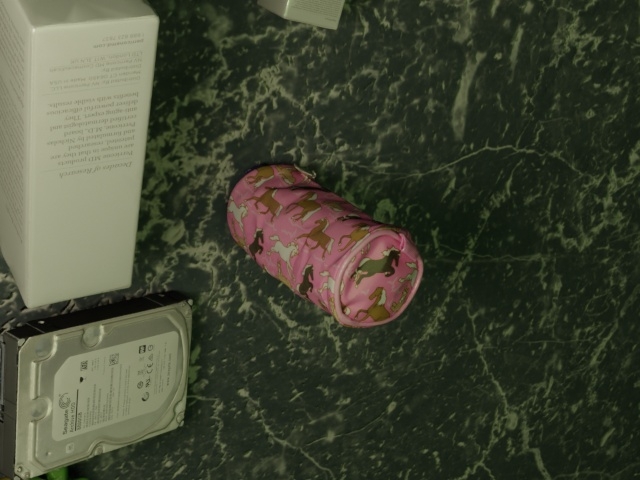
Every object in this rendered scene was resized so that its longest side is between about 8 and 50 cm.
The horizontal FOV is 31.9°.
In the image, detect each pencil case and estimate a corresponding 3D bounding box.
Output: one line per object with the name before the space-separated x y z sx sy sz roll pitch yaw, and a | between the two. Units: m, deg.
pencil case | 0.000 0.000 1.737 0.160 0.386 0.167 -5 113 -29

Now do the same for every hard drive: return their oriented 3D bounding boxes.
hard drive | -0.349 0.222 1.765 0.339 0.064 0.237 -10 112 -47

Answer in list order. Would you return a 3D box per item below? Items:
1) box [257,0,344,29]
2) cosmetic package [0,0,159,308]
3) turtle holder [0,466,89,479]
box | -0.026 -0.384 1.718 0.102 0.101 0.087 7 109 -32
cosmetic package | -0.343 -0.155 1.484 0.161 0.230 0.453 -11 137 -27
turtle holder | -0.477 0.471 1.779 0.227 0.243 0.320 -5 122 -11
